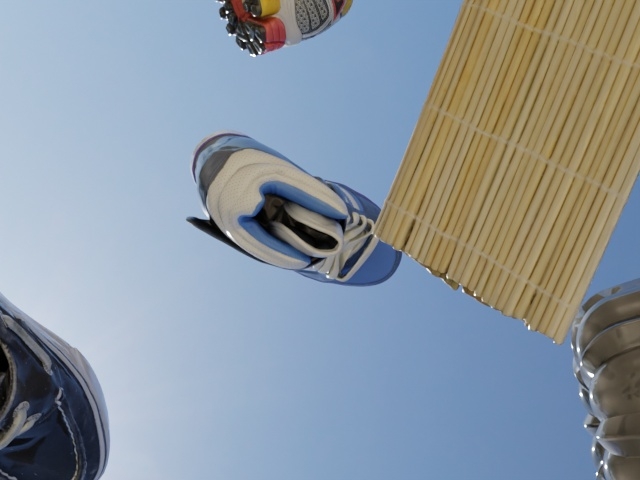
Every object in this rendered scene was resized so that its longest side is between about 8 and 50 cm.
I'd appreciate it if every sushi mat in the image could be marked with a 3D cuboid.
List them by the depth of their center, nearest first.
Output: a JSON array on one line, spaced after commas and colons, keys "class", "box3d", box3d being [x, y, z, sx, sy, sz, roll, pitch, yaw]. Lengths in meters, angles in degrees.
[{"class": "sushi mat", "box3d": [0.136, -0.112, 0.526, 0.151, 0.019, 0.316, 30, -74, 36]}]

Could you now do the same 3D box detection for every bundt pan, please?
[{"class": "bundt pan", "box3d": [0.353, 0.198, 1.005, 0.124, 0.331, 0.331, -11, -130, 11]}]

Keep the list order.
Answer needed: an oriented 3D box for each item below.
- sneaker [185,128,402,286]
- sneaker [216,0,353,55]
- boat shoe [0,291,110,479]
[{"class": "sneaker", "box3d": [0.000, -0.001, 1.055, 0.130, 0.323, 0.236, -54, -152, 7]}, {"class": "sneaker", "box3d": [-0.038, -0.246, 0.632, 0.092, 0.225, 0.088, -18, -167, -24]}, {"class": "boat shoe", "box3d": [-0.206, 0.078, 0.538, 0.108, 0.301, 0.102, -23, -141, -6]}]
